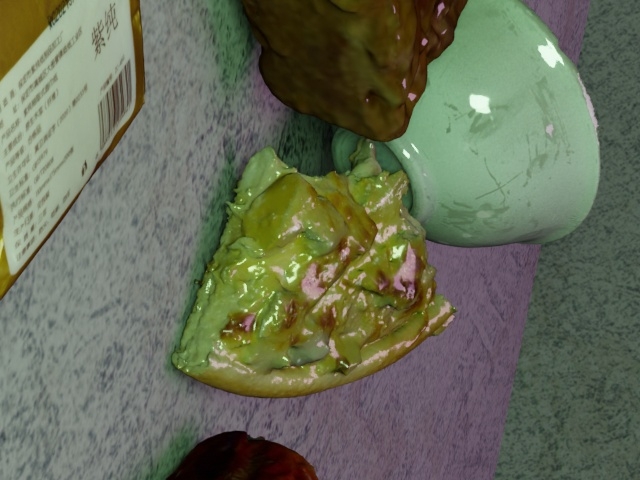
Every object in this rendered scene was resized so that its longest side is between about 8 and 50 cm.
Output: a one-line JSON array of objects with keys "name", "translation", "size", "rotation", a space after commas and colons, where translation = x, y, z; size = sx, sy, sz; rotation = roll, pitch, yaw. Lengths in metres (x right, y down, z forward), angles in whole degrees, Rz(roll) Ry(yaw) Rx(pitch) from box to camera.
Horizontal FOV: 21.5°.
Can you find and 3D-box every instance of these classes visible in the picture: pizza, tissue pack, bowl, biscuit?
[{"name": "pizza", "translation": [0.012, 0.026, 1.473], "size": [0.323, 0.089, 0.223], "rotation": [-9, 106, -44]}, {"name": "tissue pack", "translation": [-0.178, -0.089, 0.942], "size": [0.226, 0.092, 0.183], "rotation": [-59, 154, -46]}, {"name": "bowl", "translation": [0.098, -0.096, 1.598], "size": [0.146, 0.313, 0.313], "rotation": [-35, 139, -30]}, {"name": "biscuit", "translation": [0.033, -0.323, 1.351], "size": [0.395, 0.166, 0.343], "rotation": [81, 27, -45]}]

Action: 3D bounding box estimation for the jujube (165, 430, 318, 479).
[{"name": "jujube", "translation": [-0.068, 0.284, 1.371], "size": [0.290, 0.197, 0.197], "rotation": [-82, 172, -54]}]
